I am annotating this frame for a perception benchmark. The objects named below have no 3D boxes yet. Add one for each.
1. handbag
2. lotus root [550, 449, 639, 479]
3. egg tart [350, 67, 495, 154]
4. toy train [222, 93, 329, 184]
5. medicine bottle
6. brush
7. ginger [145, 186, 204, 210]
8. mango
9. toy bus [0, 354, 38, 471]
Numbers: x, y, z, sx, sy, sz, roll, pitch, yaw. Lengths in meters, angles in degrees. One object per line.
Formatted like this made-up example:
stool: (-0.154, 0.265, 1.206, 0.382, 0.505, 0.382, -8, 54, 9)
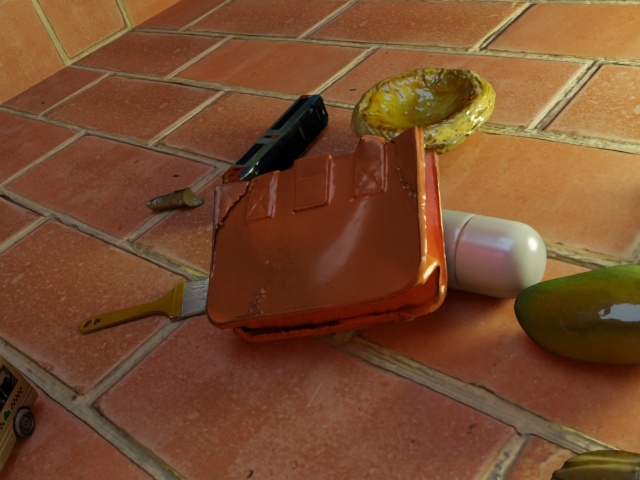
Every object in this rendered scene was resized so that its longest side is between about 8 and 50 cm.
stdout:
handbag: (0.000, 0.000, 1.125, 0.410, 0.116, 0.303, -12, 61, 27)
lotus root: (0.320, 0.306, 0.750, 0.135, 0.095, 0.159, 11, 84, 48)
egg tart: (0.229, -0.266, 1.495, 0.319, 0.128, 0.319, -12, 39, 10)
toy train: (-0.113, -0.207, 1.603, 0.089, 0.086, 0.409, 9, 45, 34)
medicine bottle: (0.205, 0.012, 1.138, 0.341, 0.130, 0.130, 11, 45, 36)
brush: (-0.346, 0.137, 1.321, 0.272, 0.013, 0.103, -15, 36, 6)
ginger: (-0.344, -0.098, 1.602, 0.137, 0.044, 0.057, -8, 55, 17)
mango: (0.398, 0.101, 0.950, 0.251, 0.114, 0.156, 0, 47, 22)
toy bus: (-0.575, 0.323, 1.058, 0.139, 0.157, 0.289, -8, 37, 15)
